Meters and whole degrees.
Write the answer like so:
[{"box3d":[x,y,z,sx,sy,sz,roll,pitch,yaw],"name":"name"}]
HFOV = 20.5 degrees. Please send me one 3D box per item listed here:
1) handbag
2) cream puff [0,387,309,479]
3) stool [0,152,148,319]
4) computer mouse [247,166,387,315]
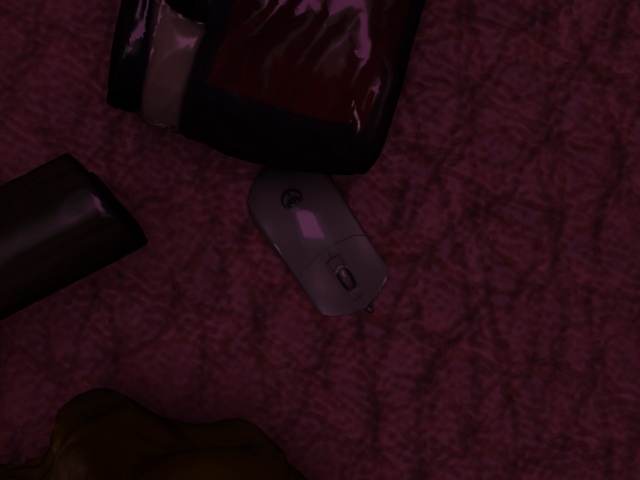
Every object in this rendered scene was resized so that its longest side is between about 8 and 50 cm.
[{"box3d":[-0.026,-0.172,1.006,0.181,0.181,0.254,15,87,-3],"name":"handbag"},{"box3d":[-0.097,0.225,0.965,0.323,0.270,0.274,26,85,-2],"name":"cream puff"},{"box3d":[-0.261,-0.035,0.938,0.226,0.310,0.310,-40,92,-3],"name":"stool"},{"box3d":[0.000,0.000,1.079,0.056,0.032,0.110,-35,91,0],"name":"computer mouse"}]
